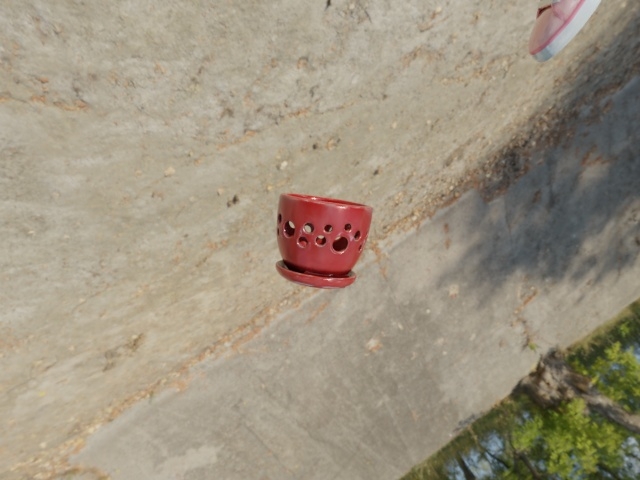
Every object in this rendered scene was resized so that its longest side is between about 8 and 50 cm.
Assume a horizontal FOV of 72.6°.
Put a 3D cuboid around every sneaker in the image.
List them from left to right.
[{"bbox_3d":[0.167,-0.198,0.295,0.134,0.070,0.051,-62,-176,22],"label":"sneaker"}]

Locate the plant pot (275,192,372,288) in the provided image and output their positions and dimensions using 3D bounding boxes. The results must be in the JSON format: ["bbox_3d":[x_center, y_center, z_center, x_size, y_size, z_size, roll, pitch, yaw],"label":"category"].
[{"bbox_3d":[0.000,0.000,0.881,0.191,0.191,0.174,0,100,-54],"label":"plant pot"}]
